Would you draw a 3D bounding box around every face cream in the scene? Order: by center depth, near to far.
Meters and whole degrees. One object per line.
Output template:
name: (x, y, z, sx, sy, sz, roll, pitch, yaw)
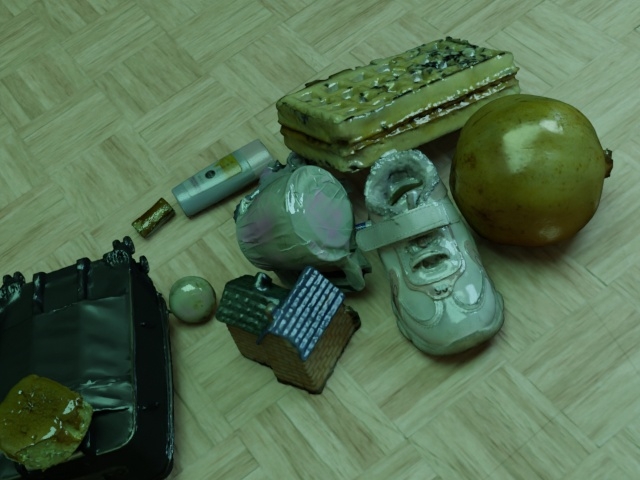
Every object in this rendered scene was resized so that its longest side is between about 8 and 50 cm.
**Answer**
face cream: (-0.184, -0.120, 2.060, 0.198, 0.057, 0.084, -32, 49, -6)

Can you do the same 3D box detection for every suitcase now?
suitcase: (-0.391, 0.224, 1.761, 0.283, 0.194, 0.433, -18, 49, 9)

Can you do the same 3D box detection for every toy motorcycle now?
toy motorcycle: (-0.036, -0.107, 1.960, 0.239, 0.108, 0.204, 10, 56, 27)

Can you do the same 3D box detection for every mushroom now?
mushroom: (-0.223, 0.102, 1.885, 0.084, 0.083, 0.067, -27, 4, -3)

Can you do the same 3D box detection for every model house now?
model house: (-0.060, 0.118, 1.743, 0.183, 0.172, 0.166, 14, 59, 30)

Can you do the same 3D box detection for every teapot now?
teapot: (-0.030, -0.013, 1.805, 0.178, 0.222, 0.163, -19, 52, 40)

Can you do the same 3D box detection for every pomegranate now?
pomegranate: (0.337, -0.116, 1.732, 0.264, 0.264, 0.264, -10, 49, 12)

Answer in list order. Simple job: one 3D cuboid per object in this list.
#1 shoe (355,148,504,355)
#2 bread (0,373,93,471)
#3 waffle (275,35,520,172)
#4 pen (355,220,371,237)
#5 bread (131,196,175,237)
shoe: (0.159, 0.016, 1.728, 0.172, 0.198, 0.351, -26, 47, 1)
bread: (-0.407, 0.266, 1.566, 0.140, 0.069, 0.127, 14, 62, 31)
waffle: (0.139, -0.247, 1.910, 0.376, 0.114, 0.261, -23, 23, -20)
pen: (0.000, 0.000, 1.915, 0.204, 0.025, 0.025, -15, 49, 8)
bread: (-0.318, -0.043, 2.062, 0.083, 0.036, 0.047, -43, 42, -14)
